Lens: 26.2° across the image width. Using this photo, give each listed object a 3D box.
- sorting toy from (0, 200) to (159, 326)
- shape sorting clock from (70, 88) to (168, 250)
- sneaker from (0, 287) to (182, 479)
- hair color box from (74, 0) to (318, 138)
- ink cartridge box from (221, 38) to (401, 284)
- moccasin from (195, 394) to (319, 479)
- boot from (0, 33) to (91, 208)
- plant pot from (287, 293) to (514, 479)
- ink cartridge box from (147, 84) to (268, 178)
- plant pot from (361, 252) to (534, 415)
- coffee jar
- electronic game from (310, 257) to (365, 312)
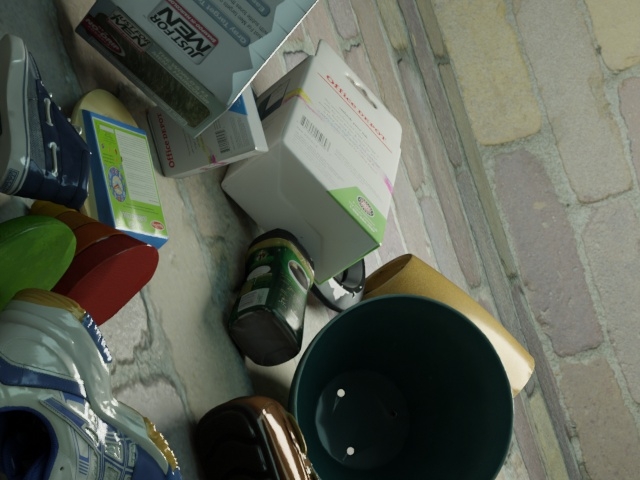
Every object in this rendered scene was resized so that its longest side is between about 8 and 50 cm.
[{"bbox_3d":[-0.286,-0.005,1.209,0.126,0.127,0.365,48,13,20],"label":"sorting toy"},{"bbox_3d":[-0.221,-0.061,1.482,0.206,0.040,0.206,-16,90,-75],"label":"shape sorting clock"},{"bbox_3d":[-0.224,0.182,1.210,0.131,0.111,0.296,-56,135,-36],"label":"sneaker"},{"bbox_3d":[-0.091,-0.320,1.599,0.185,0.113,0.374,42,61,-11],"label":"hair color box"},{"bbox_3d":[-0.001,-0.122,1.960,0.207,0.119,0.353,46,28,-17],"label":"ink cartridge box"},{"bbox_3d":[-0.034,0.359,1.534,0.147,0.139,0.380,7,58,-60],"label":"moccasin"},{"bbox_3d":[-0.265,-0.109,1.292,0.086,0.069,0.190,18,45,-33],"label":"boot"},{"bbox_3d":[0.081,0.227,1.804,0.195,0.290,0.290,145,-69,-71],"label":"plant pot"},{"bbox_3d":[-0.136,-0.133,1.660,0.052,0.122,0.089,-2,77,-75],"label":"ink cartridge box"},{"bbox_3d":[0.170,0.154,2.170,0.254,0.237,0.237,55,22,-9],"label":"plant pot"},{"bbox_3d":[-0.060,0.069,1.767,0.096,0.079,0.184,55,25,-27],"label":"coffee jar"},{"bbox_3d":[0.000,0.000,2.043,0.229,0.048,0.229,49,28,-37],"label":"electronic game"}]
